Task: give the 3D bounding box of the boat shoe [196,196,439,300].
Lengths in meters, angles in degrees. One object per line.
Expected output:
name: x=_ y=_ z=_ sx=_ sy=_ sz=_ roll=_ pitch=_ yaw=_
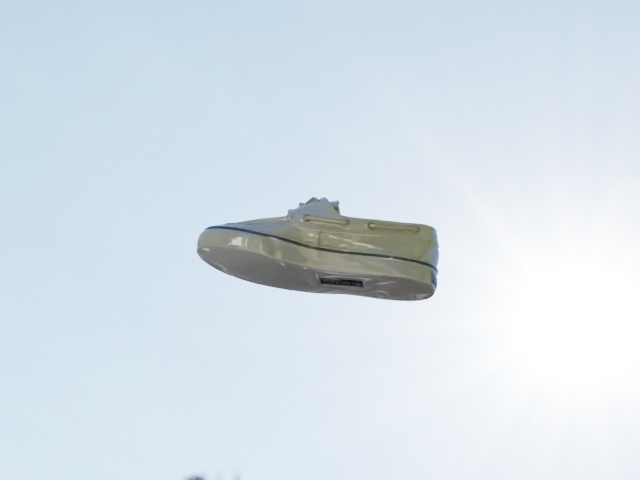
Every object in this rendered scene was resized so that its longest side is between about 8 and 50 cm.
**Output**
boat shoe: x=0.000 y=0.000 z=0.651 sx=0.100 sy=0.035 sz=0.035 roll=6 pitch=-25 yaw=6
